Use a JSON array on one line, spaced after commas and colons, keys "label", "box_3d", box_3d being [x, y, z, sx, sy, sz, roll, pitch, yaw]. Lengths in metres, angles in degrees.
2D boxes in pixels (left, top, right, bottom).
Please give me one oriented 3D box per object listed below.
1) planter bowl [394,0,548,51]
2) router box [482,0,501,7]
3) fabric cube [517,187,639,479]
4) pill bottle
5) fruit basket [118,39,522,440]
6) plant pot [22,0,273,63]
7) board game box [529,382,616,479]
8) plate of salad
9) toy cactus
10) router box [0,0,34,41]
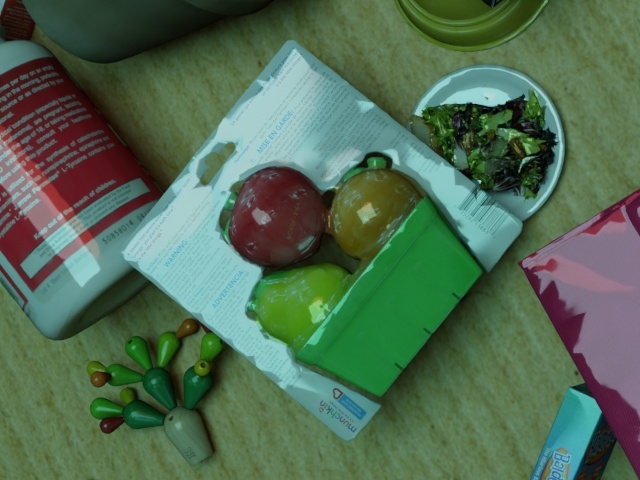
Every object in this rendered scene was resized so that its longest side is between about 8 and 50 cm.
[{"label": "planter bowl", "box_3d": [0.163, -0.335, 1.813, 0.217, 0.090, 0.217, -1, 88, 24]}, {"label": "router box", "box_3d": [0.163, -0.435, 1.749, 0.243, 0.081, 0.309, -40, 69, -23]}, {"label": "fabric cube", "box_3d": [0.403, 0.072, 1.609, 0.259, 0.254, 0.258, -33, 74, 21]}, {"label": "pill bottle", "box_3d": [-0.368, -0.097, 1.934, 0.229, 0.229, 0.408, -40, 85, 18]}, {"label": "fruit basket", "box_3d": [0.000, 0.000, 1.802, 0.353, 0.165, 0.327, 38, 91, 10]}, {"label": "plant pot", "box_3d": [-0.219, -0.368, 1.890, 0.280, 0.323, 0.323, -33, 76, 36]}, {"label": "board game box", "box_3d": [0.273, 0.259, 1.712, 0.047, 0.160, 0.210, 24, 99, 22]}, {"label": "plate of salad", "box_3d": [0.186, -0.108, 1.820, 0.199, 0.048, 0.200, -1, 88, 24]}, {"label": "toy cactus", "box_3d": [-0.194, 0.199, 1.964, 0.219, 0.112, 0.180, -31, 86, 12]}, {"label": "router box", "box_3d": [-0.530, -0.389, 2.127, 0.335, 0.082, 0.301, 24, 99, 23]}]
